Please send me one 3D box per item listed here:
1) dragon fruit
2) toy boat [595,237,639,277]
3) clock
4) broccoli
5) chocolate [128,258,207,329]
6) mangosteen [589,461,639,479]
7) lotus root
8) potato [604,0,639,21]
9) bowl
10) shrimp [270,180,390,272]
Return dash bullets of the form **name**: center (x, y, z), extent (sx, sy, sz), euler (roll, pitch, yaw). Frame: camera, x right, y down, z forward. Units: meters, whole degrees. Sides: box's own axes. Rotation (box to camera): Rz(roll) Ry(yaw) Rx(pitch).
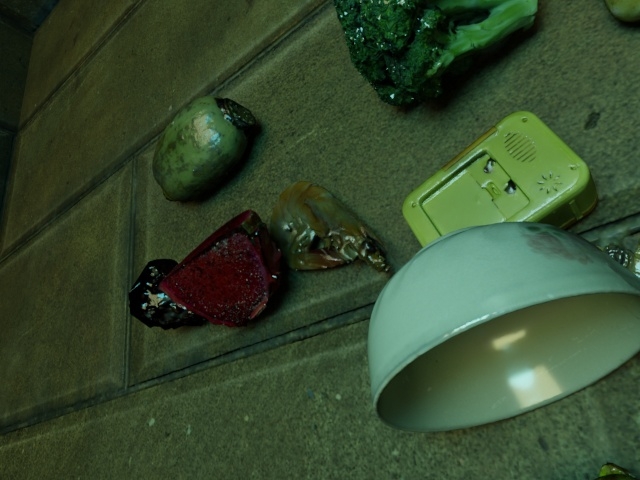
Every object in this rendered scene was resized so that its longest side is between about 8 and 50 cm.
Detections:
- **dragon fruit**: center (-0.154, 0.040, 0.803), extent (0.261, 0.163, 0.189), euler (-31, 45, 36)
- **toy boat**: center (0.380, 0.049, 0.428), extent (0.226, 0.068, 0.088), euler (25, 88, 40)
- **clock**: center (0.221, -0.048, 0.571), extent (0.202, 0.096, 0.143), euler (-39, 52, 21)
- **broccoli**: center (0.153, -0.348, 0.640), extent (0.274, 0.308, 0.308), euler (-3, 70, 2)
- **chocolate**: center (-0.274, 0.116, 0.900), extent (0.133, 0.156, 0.156), euler (9, 81, 23)
- **mangosteen**: center (0.267, 0.287, 0.389), extent (0.166, 0.166, 0.180), euler (-21, 33, 32)
- **lotus root**: center (-0.272, -0.183, 0.982), extent (0.309, 0.173, 0.173), euler (-39, 54, 32)
- **potato**: center (0.395, -0.344, 0.542), extent (0.107, 0.080, 0.171), euler (-11, 70, 49)
- **bowl**: center (0.171, 0.080, 0.468), extent (0.277, 0.277, 0.145), euler (-38, 43, 23)
- **shrimp**: center (0.000, 0.000, 0.753), extent (0.287, 0.063, 0.152), euler (41, 104, 43)
